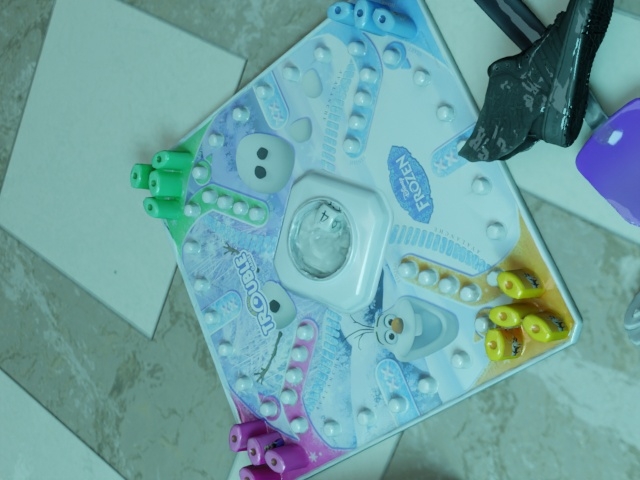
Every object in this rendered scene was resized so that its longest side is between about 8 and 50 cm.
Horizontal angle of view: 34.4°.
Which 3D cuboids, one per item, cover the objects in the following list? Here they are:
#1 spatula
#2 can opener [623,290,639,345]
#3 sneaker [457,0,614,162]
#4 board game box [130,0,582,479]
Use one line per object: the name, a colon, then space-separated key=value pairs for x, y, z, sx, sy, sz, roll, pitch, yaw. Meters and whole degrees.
spatula: x=0.202 y=-0.134 z=0.855 sx=0.084 sy=0.030 sz=0.296 roll=-49 pitch=63 yaw=29
can opener: x=0.341 y=0.011 z=0.735 sx=0.093 sy=0.074 sz=0.280 roll=46 pitch=123 yaw=-10
sneaker: x=0.171 y=-0.138 z=0.826 sx=0.089 sy=0.051 sz=0.170 roll=20 pitch=107 yaw=33
board game box: x=0.000 y=0.000 z=0.995 sx=0.390 sy=0.050 sz=0.389 roll=-34 pitch=70 yaw=32
